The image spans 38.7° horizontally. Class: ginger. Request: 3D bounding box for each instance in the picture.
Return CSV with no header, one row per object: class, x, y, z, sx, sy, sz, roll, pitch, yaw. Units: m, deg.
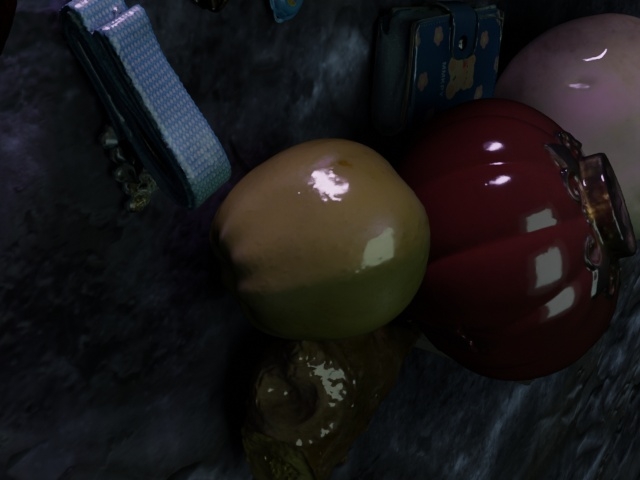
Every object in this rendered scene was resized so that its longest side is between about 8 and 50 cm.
ginger,0.018,0.131,0.978,0.270,0.123,0.219,-48,142,-47

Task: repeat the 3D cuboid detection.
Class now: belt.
belt,-0.141,-0.106,0.694,0.065,0.100,0.179,-44,122,-32

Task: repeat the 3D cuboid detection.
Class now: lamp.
lamp,0.193,-0.002,0.970,0.303,0.256,0.303,45,34,-43

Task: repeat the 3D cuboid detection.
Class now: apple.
apple,0.000,0.000,0.829,0.200,0.200,0.200,-28,128,-45

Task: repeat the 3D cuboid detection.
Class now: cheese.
cheese,-0.020,-0.250,0.827,0.047,0.017,0.111,26,84,-59

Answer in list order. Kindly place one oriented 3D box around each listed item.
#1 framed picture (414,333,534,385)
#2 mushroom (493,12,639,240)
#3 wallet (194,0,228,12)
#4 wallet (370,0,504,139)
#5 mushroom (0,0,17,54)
framed picture,0.227,0.038,1.145,0.018,0.192,0.266,-79,-172,-75
mushroom,0.389,-0.161,1.201,0.356,0.315,0.315,-52,142,-14
wallet,-0.058,-0.292,0.741,0.198,0.031,0.110,-57,143,-21
wallet,0.136,-0.200,1.032,0.202,0.059,0.141,-22,121,-47
mushroom,-0.279,-0.123,0.454,0.217,0.148,0.227,30,75,-39
